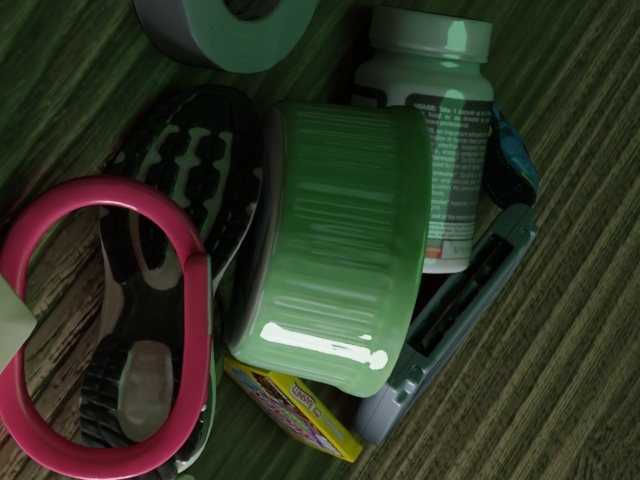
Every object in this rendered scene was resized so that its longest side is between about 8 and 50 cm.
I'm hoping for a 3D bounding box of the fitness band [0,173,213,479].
[{"bbox_3d":[-0.206,0.082,1.878,0.054,0.209,0.290,-86,178,-82],"label":"fitness band"}]

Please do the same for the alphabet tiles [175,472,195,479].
[{"bbox_3d":[-0.180,0.403,2.143,0.284,0.021,0.278,-26,120,-44],"label":"alphabet tiles"}]

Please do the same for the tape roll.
[{"bbox_3d":[-0.091,-0.280,2.002,0.219,0.072,0.219,-20,116,-48],"label":"tape roll"}]

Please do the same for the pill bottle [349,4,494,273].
[{"bbox_3d":[0.108,-0.115,2.228,0.161,0.161,0.283,-1,102,-51],"label":"pill bottle"}]

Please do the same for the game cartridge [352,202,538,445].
[{"bbox_3d":[0.145,0.102,2.346,0.297,0.062,0.198,-50,176,-26],"label":"game cartridge"}]

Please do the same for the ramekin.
[{"bbox_3d":[0.000,0.000,2.016,0.148,0.303,0.303,10,94,-11],"label":"ramekin"}]

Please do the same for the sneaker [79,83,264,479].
[{"bbox_3d":[-0.148,0.043,2.019,0.182,0.158,0.410,44,59,-83],"label":"sneaker"}]

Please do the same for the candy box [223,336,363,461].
[{"bbox_3d":[-0.041,0.174,2.177,0.027,0.105,0.206,-56,138,-16],"label":"candy box"}]

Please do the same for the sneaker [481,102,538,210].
[{"bbox_3d":[0.205,-0.129,2.437,0.209,0.069,0.082,55,26,-34],"label":"sneaker"}]

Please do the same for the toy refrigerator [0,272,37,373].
[{"bbox_3d":[-0.365,0.021,1.724,0.102,0.094,0.269,-56,141,-22],"label":"toy refrigerator"}]
